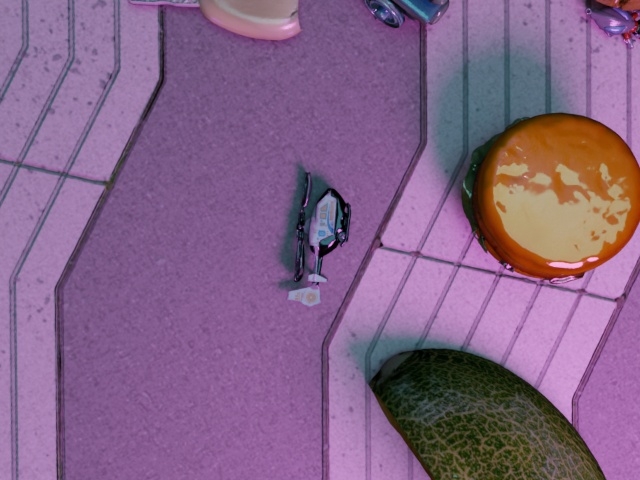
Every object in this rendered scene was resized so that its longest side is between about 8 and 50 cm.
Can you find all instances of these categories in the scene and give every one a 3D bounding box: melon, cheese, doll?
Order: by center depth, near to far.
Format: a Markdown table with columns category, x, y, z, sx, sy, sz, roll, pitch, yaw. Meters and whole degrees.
| category | x | y | z | sx | sy | sz | roll | pitch | yaw |
| --- | --- | --- | --- | --- | --- | --- | --- | --- | --- |
| melon | 0.224 | 0.305 | 1.057 | 0.343 | 0.226 | 0.331 | 51 | 47 | -4 |
| cheese | -0.152 | -0.354 | 1.082 | 0.252 | 0.054 | 0.127 | 0 | 88 | -5 |
| doll | 0.455 | -0.333 | 1.144 | 0.114 | 0.039 | 0.057 | 11 | 132 | -13 |

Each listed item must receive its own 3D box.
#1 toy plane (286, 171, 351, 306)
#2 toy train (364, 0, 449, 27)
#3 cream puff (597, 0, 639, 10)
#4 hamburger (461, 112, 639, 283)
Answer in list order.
| category | x | y | z | sx | sy | sz | roll | pitch | yaw |
| --- | --- | --- | --- | --- | --- | --- | --- | --- | --- |
| toy plane | 0.001 | 0.001 | 1.104 | 0.078 | 0.053 | 0.197 | 8 | 89 | 3 |
| toy train | 0.066 | -0.418 | 1.030 | 0.298 | 0.194 | 0.120 | 37 | 86 | -5 |
| cream puff | 0.473 | -0.419 | 1.095 | 0.189 | 0.129 | 0.189 | -11 | 62 | 22 |
| hamburger | 0.324 | -0.059 | 1.071 | 0.246 | 0.170 | 0.246 | 0 | 81 | 3 |
